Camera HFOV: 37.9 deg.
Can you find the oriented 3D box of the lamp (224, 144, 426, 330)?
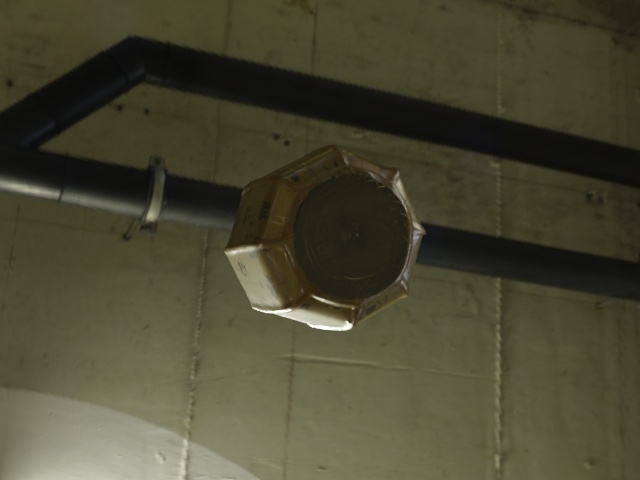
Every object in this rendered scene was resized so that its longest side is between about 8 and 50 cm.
[{"bbox_3d":[0.000,0.000,0.826,0.161,0.185,0.161,0,-90,-16],"label":"lamp"}]
